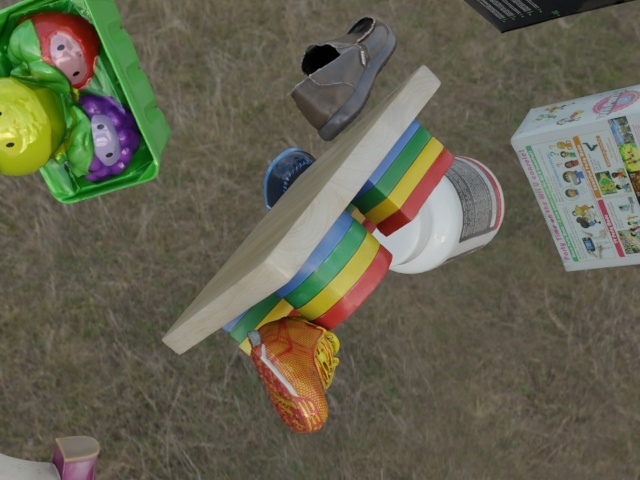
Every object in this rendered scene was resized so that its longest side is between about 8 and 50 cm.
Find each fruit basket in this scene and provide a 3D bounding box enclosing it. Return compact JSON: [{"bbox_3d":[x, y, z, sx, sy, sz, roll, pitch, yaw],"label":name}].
[{"bbox_3d":[-0.475,-0.236,1.454,0.283,0.392,0.392,-13,44,22],"label":"fruit basket"}]

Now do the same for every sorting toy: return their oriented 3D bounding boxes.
[{"bbox_3d":[0.000,0.000,0.756,0.089,0.257,0.255,43,57,-8],"label":"sorting toy"}]

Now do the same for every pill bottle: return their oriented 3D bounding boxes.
[{"bbox_3d":[0.164,-0.043,1.317,0.176,0.176,0.318,25,19,25],"label":"pill bottle"}]

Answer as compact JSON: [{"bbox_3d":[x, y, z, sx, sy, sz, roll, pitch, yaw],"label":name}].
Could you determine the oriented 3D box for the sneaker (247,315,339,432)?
[{"bbox_3d":[-0.016,0.089,0.618,0.067,0.064,0.175,-23,15,-5],"label":"sneaker"}]

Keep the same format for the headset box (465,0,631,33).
[{"bbox_3d":[0.170,-0.329,0.760,0.246,0.283,0.131,35,88,-15],"label":"headset box"}]

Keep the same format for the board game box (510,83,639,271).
[{"bbox_3d":[0.428,-0.085,1.041,0.303,0.224,0.097,-8,30,40],"label":"board game box"}]

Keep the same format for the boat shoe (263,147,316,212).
[{"bbox_3d":[0.008,-0.014,1.047,0.109,0.258,0.089,-40,53,-9],"label":"boat shoe"}]

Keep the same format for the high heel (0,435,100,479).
[{"bbox_3d":[-0.381,0.290,0.952,0.244,0.117,0.082,-1,31,-37],"label":"high heel"}]

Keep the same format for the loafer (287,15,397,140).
[{"bbox_3d":[0.042,-0.331,1.511,0.130,0.134,0.366,40,37,-15],"label":"loafer"}]
